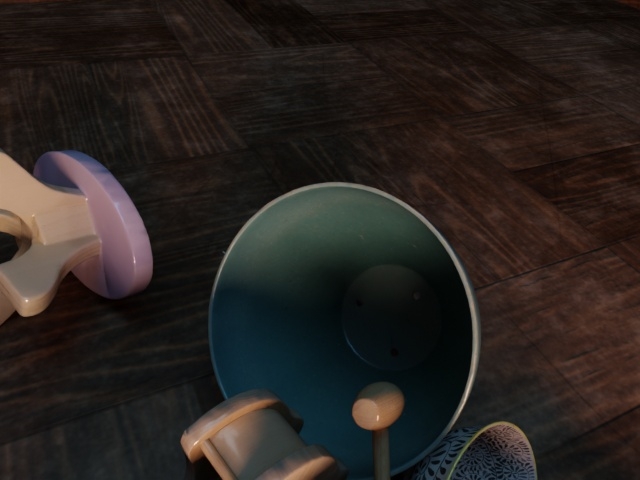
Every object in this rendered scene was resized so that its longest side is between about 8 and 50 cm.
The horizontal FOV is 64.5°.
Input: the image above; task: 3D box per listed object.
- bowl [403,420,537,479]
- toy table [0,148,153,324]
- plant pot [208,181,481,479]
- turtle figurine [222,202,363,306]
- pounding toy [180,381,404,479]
[{"bbox_3d":[0.132,0.252,0.492,0.170,0.170,0.080,-32,19,-36],"label":"bowl"},{"bbox_3d":[-0.362,-0.009,0.652,0.274,0.252,0.161,23,26,32],"label":"toy table"},{"bbox_3d":[0.048,0.092,0.580,0.290,0.290,0.195,32,11,26],"label":"plant pot"},{"bbox_3d":[-0.010,0.008,0.736,0.234,0.175,0.118,23,15,3],"label":"turtle figurine"},{"bbox_3d":[-0.035,0.225,0.399,0.155,0.269,0.154,39,6,32],"label":"pounding toy"}]
